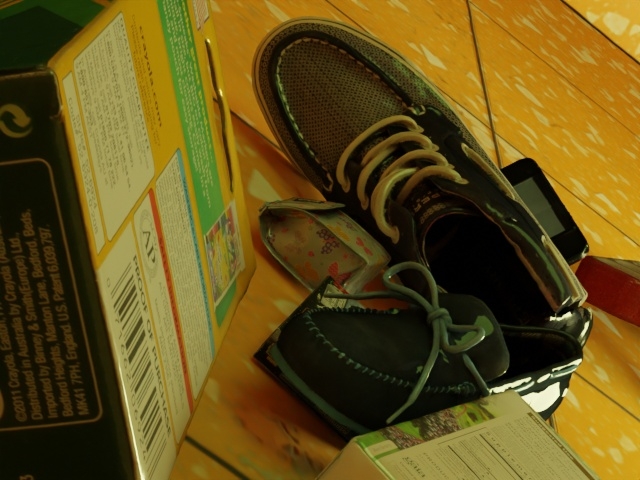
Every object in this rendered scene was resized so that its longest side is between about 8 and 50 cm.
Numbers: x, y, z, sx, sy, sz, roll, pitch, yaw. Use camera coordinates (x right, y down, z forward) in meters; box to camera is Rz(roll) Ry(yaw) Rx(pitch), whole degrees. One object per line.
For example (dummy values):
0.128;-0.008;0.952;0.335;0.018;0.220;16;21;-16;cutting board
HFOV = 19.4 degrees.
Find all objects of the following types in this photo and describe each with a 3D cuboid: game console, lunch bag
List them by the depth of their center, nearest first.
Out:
0.000;0.000;1.275;0.083;0.053;0.071;41;13;11;lunch bag
0.138;-0.028;1.568;0.085;0.124;0.144;61;3;-40;game console

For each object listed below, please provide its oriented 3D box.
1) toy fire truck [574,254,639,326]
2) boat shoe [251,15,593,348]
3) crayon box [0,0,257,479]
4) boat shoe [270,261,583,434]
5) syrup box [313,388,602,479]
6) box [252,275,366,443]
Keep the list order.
0.382;0.080;1.716;0.254;0.169;0.302;29;12;24;toy fire truck
0.068;-0.045;1.355;0.340;0.127;0.158;46;2;11;boat shoe
-0.107;-0.019;0.894;0.323;0.083;0.203;-70;152;-70;crayon box
0.068;0.062;1.121;0.109;0.089;0.258;50;21;25;boat shoe
0.067;0.154;0.998;0.096;0.093;0.237;46;19;16;syrup box
0.016;0.077;1.174;0.094;0.027;0.137;43;19;2;box
